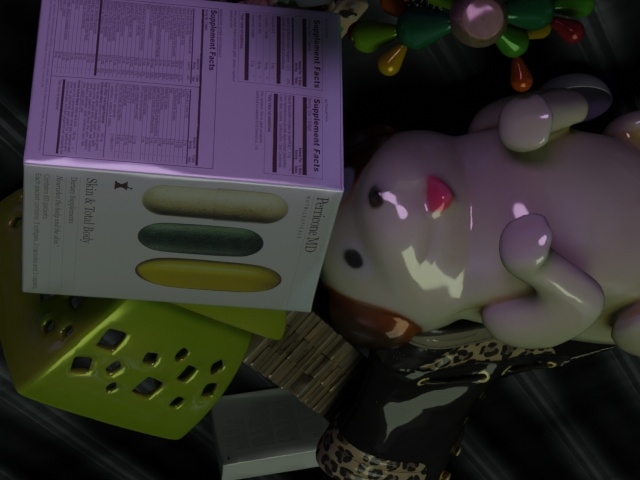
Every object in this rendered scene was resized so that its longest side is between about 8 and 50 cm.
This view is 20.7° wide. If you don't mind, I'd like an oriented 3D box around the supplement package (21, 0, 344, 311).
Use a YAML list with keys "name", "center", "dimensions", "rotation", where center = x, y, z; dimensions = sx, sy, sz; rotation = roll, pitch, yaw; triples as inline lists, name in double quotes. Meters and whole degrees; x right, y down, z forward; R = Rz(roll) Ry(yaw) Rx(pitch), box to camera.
- name: "supplement package"
  center: [-0.124, -0.077, 1.547]
  dimensions: [0.262, 0.198, 0.199]
  rotation: [4, 145, -7]

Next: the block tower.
- name: "block tower"
  center: [-0.034, 0.113, 1.967]
  dimensions: [0.091, 0.097, 0.335]
  rotation: [-48, 158, -2]

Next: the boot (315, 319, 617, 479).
- name: "boot"
  center: [0.184, 0.159, 2.075]
  dimensions: [0.377, 0.138, 0.284]
  rotation: [-4, 134, -39]

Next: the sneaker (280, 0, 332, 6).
- name: "sneaker"
  center: [0.094, -0.286, 1.334]
  dimensions: [0.341, 0.125, 0.140]
  rotation: [-20, 144, 7]

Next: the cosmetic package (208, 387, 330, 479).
- name: "cosmetic package"
  center: [-0.017, 0.238, 2.244]
  dimensions: [0.239, 0.099, 0.060]
  rotation: [-7, 148, -10]

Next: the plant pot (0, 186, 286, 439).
- name: "plant pot"
  center: [-0.176, 0.036, 1.741]
  dimensions: [0.207, 0.228, 0.227]
  rotation: [-38, 141, 25]

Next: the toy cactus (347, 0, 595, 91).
- name: "toy cactus"
  center: [0.131, -0.184, 1.524]
  dimensions: [0.219, 0.112, 0.180]
  rotation: [2, -172, 2]

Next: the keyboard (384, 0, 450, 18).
- name: "keyboard"
  center: [0.150, -0.247, 1.590]
  dimensions: [0.100, 0.038, 0.192]
  rotation: [12, 141, -36]

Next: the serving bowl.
- name: "serving bowl"
  center: [0.255, -0.149, 1.793]
  dimensions: [0.083, 0.027, 0.083]
  rotation: [-5, 157, -2]

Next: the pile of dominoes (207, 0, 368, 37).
- name: "pile of dominoes"
  center: [-0.087, -0.163, 1.624]
  dimensions: [0.196, 0.040, 0.251]
  rotation: [9, 141, -34]

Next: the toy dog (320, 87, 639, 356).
- name: "toy dog"
  center: [0.194, -0.020, 1.766]
  dimensions: [0.408, 0.285, 0.395]
  rotation: [1, 174, -11]
